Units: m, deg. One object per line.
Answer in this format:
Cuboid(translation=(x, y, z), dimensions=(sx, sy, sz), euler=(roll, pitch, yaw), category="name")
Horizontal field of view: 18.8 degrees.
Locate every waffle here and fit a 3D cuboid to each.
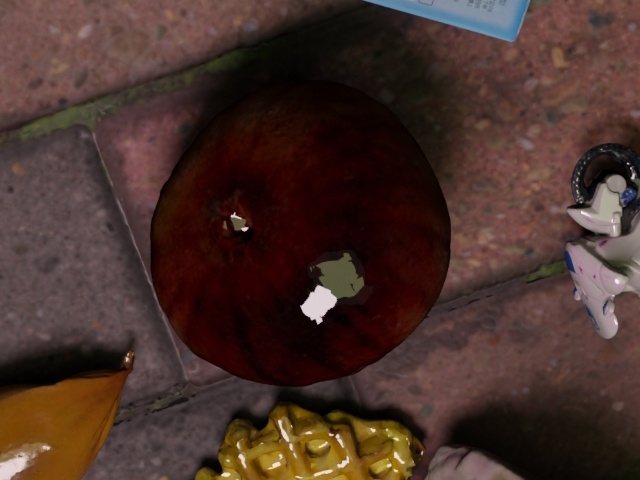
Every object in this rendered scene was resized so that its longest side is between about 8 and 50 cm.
Cuboid(translation=(0.000, 0.259, 1.622), dimensions=(0.291, 0.051, 0.291), euler=(-2, 111, -4), category="waffle")

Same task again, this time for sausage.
Cuboid(translation=(-0.282, 0.189, 1.543), dimensions=(0.328, 0.112, 0.112), euler=(-29, 110, 2), category="sausage")

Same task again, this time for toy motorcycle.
Cuboid(translation=(0.287, 0.019, 1.544), dimensions=(0.221, 0.102, 0.150), euler=(19, 94, -12), category="toy motorcycle")

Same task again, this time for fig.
Cuboid(translation=(-0.010, 0.001, 1.448), dimensions=(0.235, 0.235, 0.214), euler=(-25, 147, 3), category="fig")

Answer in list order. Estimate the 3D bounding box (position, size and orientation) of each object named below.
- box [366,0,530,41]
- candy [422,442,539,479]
Cuboid(translation=(0.108, -0.279, 1.427), dimensions=(0.142, 0.083, 0.232), euler=(14, 106, -10), category="box")
Cuboid(translation=(0.172, 0.270, 1.550), dimensions=(0.195, 0.185, 0.137), euler=(30, 92, -31), category="candy")
